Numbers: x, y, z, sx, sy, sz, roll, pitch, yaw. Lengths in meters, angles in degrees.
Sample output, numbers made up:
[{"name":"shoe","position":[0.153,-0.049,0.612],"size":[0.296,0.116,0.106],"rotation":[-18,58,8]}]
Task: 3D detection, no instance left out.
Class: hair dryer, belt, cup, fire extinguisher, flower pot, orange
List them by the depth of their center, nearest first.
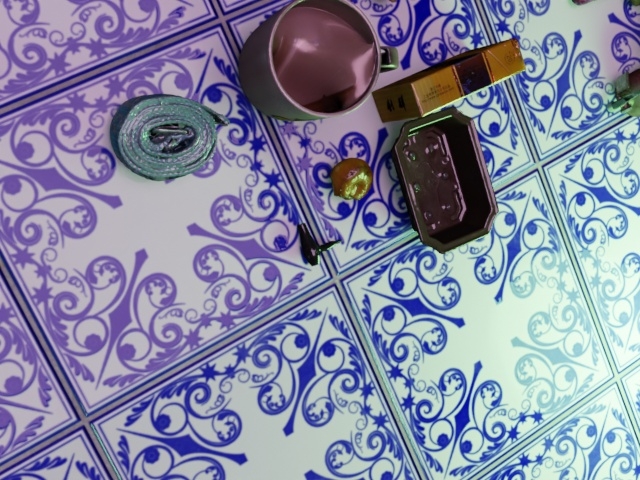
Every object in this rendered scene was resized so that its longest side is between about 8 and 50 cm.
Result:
[{"name":"belt","position":[-0.253,-0.169,1.392],"size":[0.163,0.082,0.148],"rotation":[24,94,-30]},{"name":"cup","position":[-0.001,-0.294,1.432],"size":[0.252,0.200,0.192],"rotation":[-8,95,-22]},{"name":"orange","position":[0.053,-0.113,1.540],"size":[0.086,0.062,0.086],"rotation":[-24,143,-20]},{"name":"hair dryer","position":[0.000,0.000,1.548],"size":[0.083,0.031,0.079],"rotation":[-19,91,-36]},{"name":"flower pot","position":[0.217,-0.111,1.602],"size":[0.178,0.084,0.251],"rotation":[-21,100,-21]},{"name":"fire extinguisher","position":[0.701,-0.328,1.792],"size":[0.268,0.104,0.105],"rotation":[-26,103,-20]}]

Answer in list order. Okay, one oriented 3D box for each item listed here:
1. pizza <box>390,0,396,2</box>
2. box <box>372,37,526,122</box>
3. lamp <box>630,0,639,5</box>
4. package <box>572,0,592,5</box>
[{"name":"pizza","position":[0.120,-0.578,1.533],"size":[0.161,0.085,0.306],"rotation":[-6,92,0]},{"name":"box","position":[0.231,-0.288,1.562],"size":[0.237,0.152,0.070],"rotation":[-28,103,-19]},{"name":"lamp","position":[0.740,-0.454,1.756],"size":[0.121,0.121,0.215],"rotation":[-33,69,-19]},{"name":"package","position":[0.610,-0.604,1.760],"size":[0.269,0.071,0.194],"rotation":[-17,85,-18]}]
